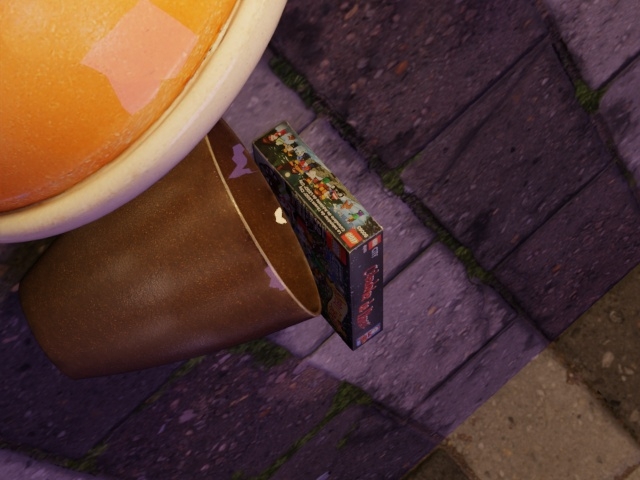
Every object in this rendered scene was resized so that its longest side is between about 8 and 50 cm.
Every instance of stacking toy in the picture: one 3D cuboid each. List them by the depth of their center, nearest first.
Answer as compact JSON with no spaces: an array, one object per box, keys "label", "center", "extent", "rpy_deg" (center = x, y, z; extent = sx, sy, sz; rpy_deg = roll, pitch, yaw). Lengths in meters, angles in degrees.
[{"label":"stacking toy","center":[-0.264,-0.224,0.845],"extent":[0.350,0.350,0.480],"rpy_deg":[-47,141,13]}]

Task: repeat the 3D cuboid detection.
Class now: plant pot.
[{"label":"plant pot","center":[-0.151,0.027,1.555],"extent":[0.230,0.215,0.215],"rpy_deg":[-28,158,9]}]

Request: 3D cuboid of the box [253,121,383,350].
[{"label":"box","center":[0.000,0.000,1.756],"extent":[0.044,0.159,0.233],"rpy_deg":[-34,156,-15]}]
